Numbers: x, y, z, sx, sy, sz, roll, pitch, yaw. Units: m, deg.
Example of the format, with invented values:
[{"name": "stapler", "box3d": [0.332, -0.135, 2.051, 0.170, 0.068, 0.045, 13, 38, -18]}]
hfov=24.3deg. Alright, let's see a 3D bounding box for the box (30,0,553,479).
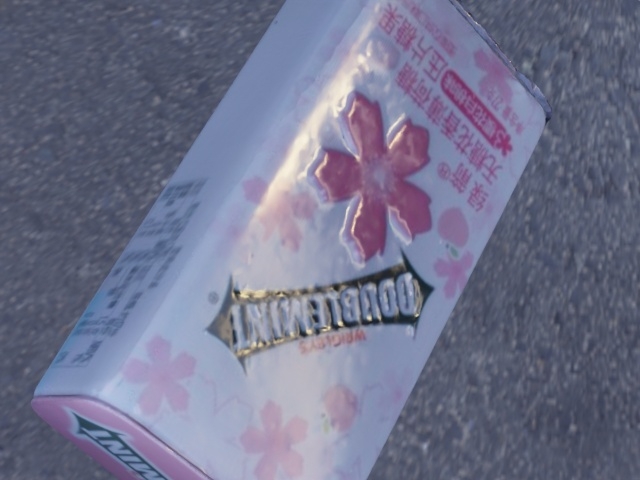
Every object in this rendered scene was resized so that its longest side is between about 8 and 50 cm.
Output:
[{"name": "box", "box3d": [0.000, 0.000, 0.912, 0.190, 0.369, 0.112, 43, 152, -28]}]
